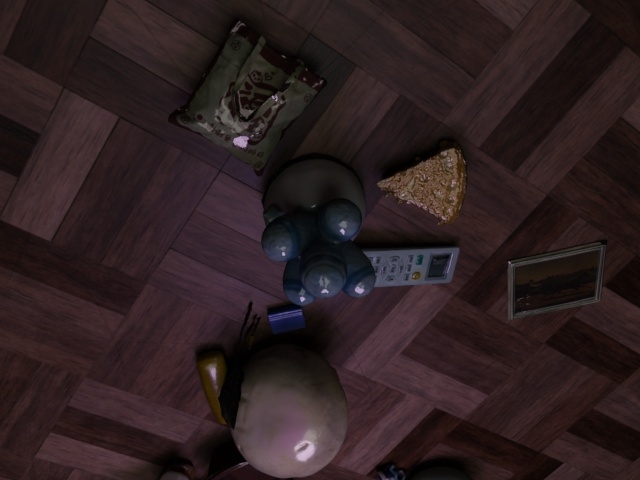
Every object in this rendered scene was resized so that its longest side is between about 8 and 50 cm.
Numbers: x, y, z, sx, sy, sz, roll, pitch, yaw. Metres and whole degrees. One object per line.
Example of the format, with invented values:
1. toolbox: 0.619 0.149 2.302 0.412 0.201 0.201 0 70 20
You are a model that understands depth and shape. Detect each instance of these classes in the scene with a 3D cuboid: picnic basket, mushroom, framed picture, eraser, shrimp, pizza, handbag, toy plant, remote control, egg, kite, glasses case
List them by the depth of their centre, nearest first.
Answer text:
1. handbag: -0.135 -0.258 1.154 0.213 0.127 0.235 31 111 -22
2. toy plant: 0.000 0.000 1.218 0.247 0.332 0.247 -3 123 -4
3. pizza: 0.215 -0.125 1.333 0.199 0.062 0.188 2 110 -3
4. remote control: 0.177 0.056 1.446 0.294 0.051 0.103 0 123 -12
5. kite: -0.193 0.290 1.455 0.015 0.152 0.285 14 97 -26
6. eraser: -0.082 0.190 1.505 0.085 0.027 0.063 -12 122 0
7. mushroom: -0.083 0.437 1.509 0.315 0.315 0.355 -4 122 -6
8. framed picture: 0.596 0.107 1.561 0.253 0.014 0.197 -12 123 -1
9. glasses case: -0.258 0.379 1.578 0.079 0.064 0.234 -16 122 -7
10. picnic basket: -0.187 0.670 1.734 0.223 0.129 0.296 -28 123 8
11. shrimp: -0.423 0.697 1.765 0.101 0.042 0.190 14 119 -29
12. egg: 0.366 0.766 1.853 0.231 0.168 0.168 4 121 -8

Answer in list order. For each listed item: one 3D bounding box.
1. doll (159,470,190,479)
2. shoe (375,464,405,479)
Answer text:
1. doll: -0.352 0.821 1.731 0.348 0.161 0.422 -28 123 -37
2. shoe: 0.227 0.727 1.877 0.071 0.064 0.143 -44 125 -3
